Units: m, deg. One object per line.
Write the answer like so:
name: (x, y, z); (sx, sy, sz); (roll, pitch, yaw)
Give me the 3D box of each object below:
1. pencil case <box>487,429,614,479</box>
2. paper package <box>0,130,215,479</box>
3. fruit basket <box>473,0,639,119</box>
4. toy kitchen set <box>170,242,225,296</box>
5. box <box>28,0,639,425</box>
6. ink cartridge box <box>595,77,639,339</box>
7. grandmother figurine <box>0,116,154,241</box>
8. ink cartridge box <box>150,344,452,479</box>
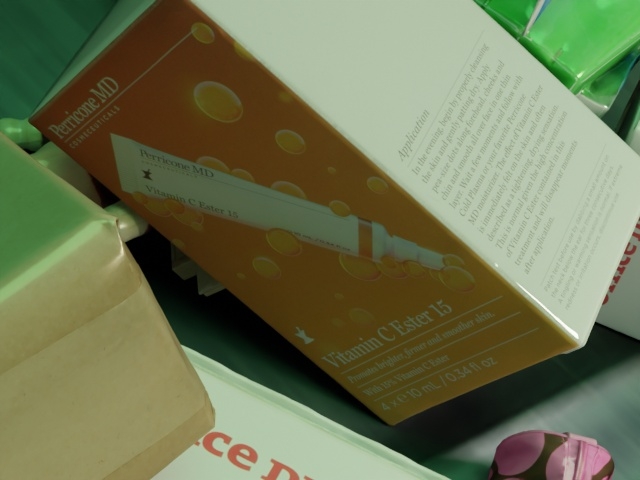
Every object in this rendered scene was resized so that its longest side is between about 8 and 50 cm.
pencil case: (0.137, 0.218, 1.095); (0.095, 0.098, 0.209); (19, 51, 2)
paper package: (-0.268, 0.081, 0.915); (0.325, 0.168, 0.309); (-36, 36, -15)
fruit basket: (0.201, -0.190, 1.285); (0.165, 0.327, 0.353); (44, 53, 7)
toy kitchen set: (-0.057, 0.024, 1.242); (0.083, 0.075, 0.068); (-24, 47, 19)
box: (0.016, -0.063, 1.126); (0.345, 0.215, 0.168); (41, 53, -14)
ink cartridge box: (0.353, 0.001, 1.230); (0.307, 0.223, 0.129); (23, 53, 5)
grandmother figurine: (-0.182, -0.040, 1.223); (0.342, 0.104, 0.208); (-16, 44, -26)
ink cartridge box: (-0.108, 0.274, 0.954); (0.279, 0.160, 0.385); (27, 53, 7)
